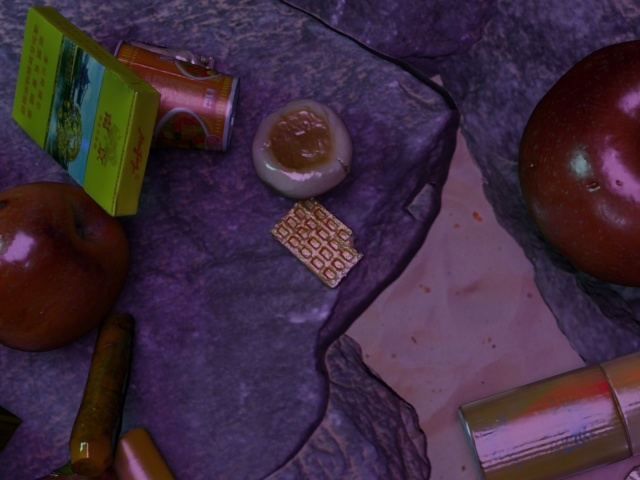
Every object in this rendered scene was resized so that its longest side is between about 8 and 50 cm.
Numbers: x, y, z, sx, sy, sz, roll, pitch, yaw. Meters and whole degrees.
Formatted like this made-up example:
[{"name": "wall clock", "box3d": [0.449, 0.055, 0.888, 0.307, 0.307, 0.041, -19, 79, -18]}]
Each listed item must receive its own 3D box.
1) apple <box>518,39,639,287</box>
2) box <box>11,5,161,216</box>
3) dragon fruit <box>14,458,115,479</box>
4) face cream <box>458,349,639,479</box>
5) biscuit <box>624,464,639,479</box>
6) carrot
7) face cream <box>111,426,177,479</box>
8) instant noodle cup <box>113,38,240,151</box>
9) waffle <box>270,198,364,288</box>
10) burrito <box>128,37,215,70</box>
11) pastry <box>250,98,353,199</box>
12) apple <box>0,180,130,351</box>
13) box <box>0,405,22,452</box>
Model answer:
[{"name": "apple", "box3d": [0.446, -0.108, 1.641, 0.348, 0.277, 0.349, -1, 78, 4]}, {"name": "box", "box3d": [-0.342, -0.191, 1.702, 0.335, 0.047, 0.187, 39, 122, 41]}, {"name": "dragon fruit", "box3d": [-0.351, 0.435, 1.624, 0.295, 0.130, 0.268, 27, 98, 13]}, {"name": "face cream", "box3d": [0.347, 0.257, 1.669, 0.285, 0.067, 0.139, -17, 79, -1]}, {"name": "biscuit", "box3d": [0.477, 0.364, 1.663, 0.120, 0.015, 0.120, -1, 77, 4]}, {"name": "carrot", "box3d": [-0.304, 0.210, 1.673, 0.070, 0.070, 0.260, 0, 48, 4]}, {"name": "face cream", "box3d": [-0.211, 0.396, 1.668, 0.078, 0.078, 0.273, -33, 77, -4]}, {"name": "instant noodle cup", "box3d": [-0.219, -0.202, 1.777, 0.185, 0.168, 0.168, 10, 78, -1]}, {"name": "waffle", "box3d": [0.000, 0.000, 1.775, 0.135, 0.021, 0.092, 40, 82, 11]}, {"name": "burrito", "box3d": [-0.234, -0.277, 1.845, 0.149, 0.041, 0.055, 12, 65, 10]}, {"name": "pastry", "box3d": [-0.027, -0.131, 1.765, 0.156, 0.092, 0.156, -2, 69, 6]}, {"name": "apple", "box3d": [-0.389, 0.027, 1.672, 0.253, 0.253, 0.254, -1, 77, 3]}, {"name": "box", "box3d": [-0.549, 0.220, 1.699, 0.220, 0.141, 0.064, 32, 82, 9]}]
